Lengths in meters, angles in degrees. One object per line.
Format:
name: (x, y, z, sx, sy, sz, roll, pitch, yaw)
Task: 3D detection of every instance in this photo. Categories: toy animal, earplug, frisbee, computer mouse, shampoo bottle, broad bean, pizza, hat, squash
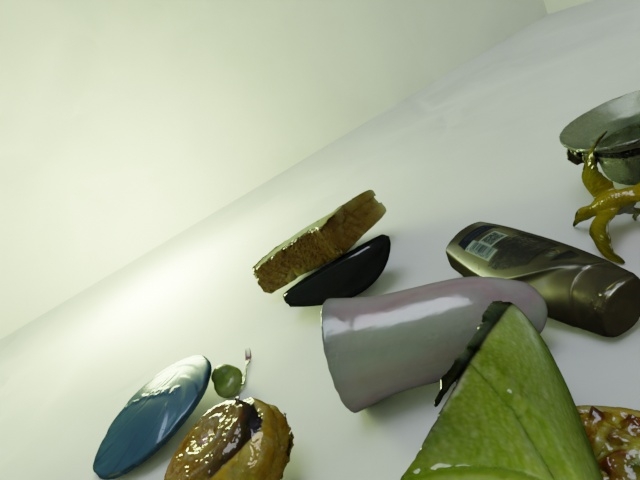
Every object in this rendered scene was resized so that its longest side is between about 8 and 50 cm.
toy animal: (0.489, -0.050, 0.857, 0.094, 0.155, 0.219, 0, 68, 7)
earplug: (0.170, 0.131, 0.735, 0.300, 0.173, 0.172, -16, 21, 13)
frisbee: (-0.339, 0.329, 1.009, 0.289, 0.049, 0.290, -34, 18, 13)
computer mouse: (0.046, 0.084, 1.097, 0.269, 0.087, 0.137, -30, 1, 20)
shampoo bottle: (0.334, 0.048, 0.803, 0.125, 0.084, 0.350, -34, 20, -9)
broad bean: (-0.183, 0.275, 1.002, 0.063, 0.045, 0.083, -46, 29, -17)
pizza: (0.299, 0.215, 0.481, 0.134, 0.046, 0.175, -38, 22, -27)
hat: (0.591, -0.176, 0.944, 0.257, 0.130, 0.257, -25, 18, 9)
squash: (0.146, 0.178, 0.512, 0.209, 0.234, 0.309, 11, 29, -1)

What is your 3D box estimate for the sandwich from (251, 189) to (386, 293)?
sandwich: (0.000, 0.000, 1.271, 0.301, 0.099, 0.271, -32, 2, 43)

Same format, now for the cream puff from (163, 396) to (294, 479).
cream puff: (-0.116, 0.305, 0.701, 0.189, 0.129, 0.189, -33, 21, 14)

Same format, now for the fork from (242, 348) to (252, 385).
fork: (-0.153, 0.261, 1.048, 0.016, 0.012, 0.115, -29, 23, 10)
